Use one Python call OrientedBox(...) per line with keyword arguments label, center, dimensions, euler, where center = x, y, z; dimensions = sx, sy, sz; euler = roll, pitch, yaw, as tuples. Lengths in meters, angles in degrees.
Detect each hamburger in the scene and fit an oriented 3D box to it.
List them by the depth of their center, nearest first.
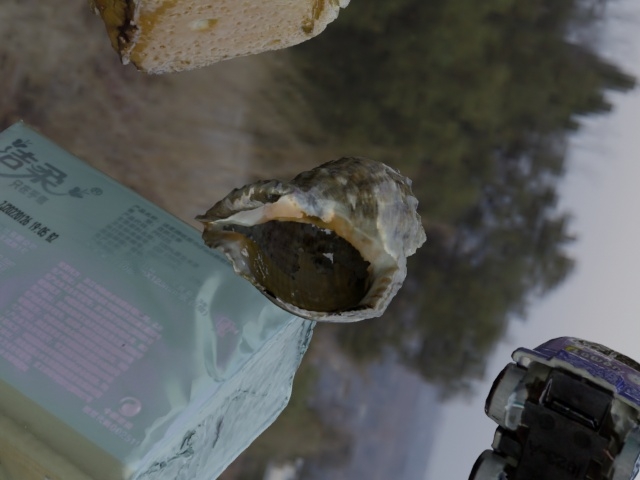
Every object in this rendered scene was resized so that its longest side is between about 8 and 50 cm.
OrientedBox(label="hamburger", center=(-0.102, -0.303, 1.783), dimensions=(0.174, 0.284, 0.304), euler=(59, -25, 23))

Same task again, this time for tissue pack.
OrientedBox(label="tissue pack", center=(-0.265, 0.103, 1.750), dimensions=(0.332, 0.405, 0.205), euler=(-42, 155, -41))

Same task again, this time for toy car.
OrientedBox(label="toy car", center=(0.270, 0.221, 1.838), dimensions=(0.158, 0.172, 0.235), euler=(-28, 138, -55))

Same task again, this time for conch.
OrientedBox(label="conch", center=(0.000, 0.000, 1.443), dimensions=(0.130, 0.207, 0.155), euler=(-67, -148, 31))
